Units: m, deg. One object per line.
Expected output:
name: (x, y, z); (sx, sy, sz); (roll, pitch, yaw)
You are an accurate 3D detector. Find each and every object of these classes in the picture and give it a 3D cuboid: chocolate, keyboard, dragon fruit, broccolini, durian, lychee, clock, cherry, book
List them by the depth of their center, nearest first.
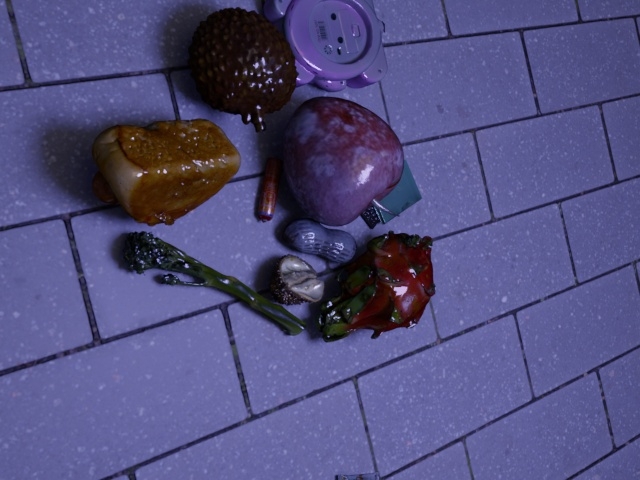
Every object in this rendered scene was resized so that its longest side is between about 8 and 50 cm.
lychee: (-0.138, -0.310, 1.505); (0.200, 0.200, 0.238); (-7, 76, -35)
broccolini: (-0.188, 0.097, 1.506); (0.392, 0.079, 0.074); (34, 108, -28)
durian: (-0.058, 0.090, 1.574); (0.110, 0.071, 0.140); (48, 26, 8)
cherry: (0.046, -0.140, 1.593); (0.285, 0.213, 0.236); (46, 36, -4)
chocolate: (0.000, 0.000, 1.636); (0.167, 0.072, 0.072); (19, 74, -32)
dragon fruit: (0.111, 0.089, 1.640); (0.269, 0.198, 0.200); (-11, 116, -33)
clock: (0.012, -0.415, 1.681); (0.247, 0.090, 0.228); (-15, 93, -33)
keyboard: (0.068, -0.116, 1.733); (0.198, 0.010, 0.064); (52, 58, -19)
book: (0.156, -0.108, 1.784); (0.135, 0.017, 0.103); (-33, 103, -38)

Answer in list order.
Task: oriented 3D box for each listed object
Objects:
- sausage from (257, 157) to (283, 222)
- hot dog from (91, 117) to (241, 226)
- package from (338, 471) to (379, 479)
sausage: (-0.098, -0.095, 1.601); (0.034, 0.034, 0.130); (19, 74, -32)
hot dog: (-0.273, -0.115, 1.407); (0.256, 0.153, 0.150); (-14, 64, -45)
package: (0.077, 0.486, 1.669); (0.110, 0.015, 0.037); (9, 74, -35)
